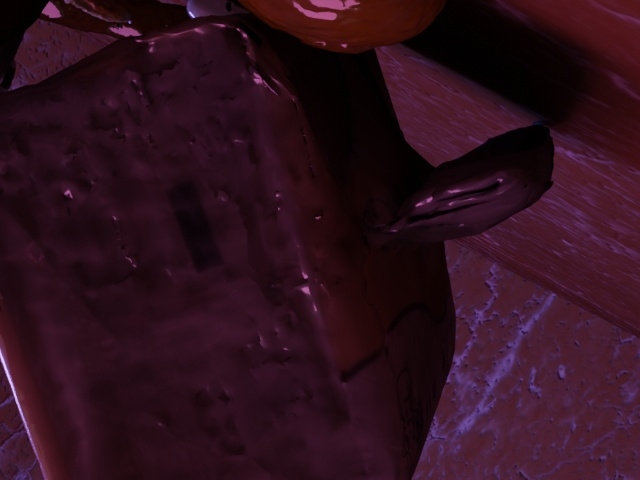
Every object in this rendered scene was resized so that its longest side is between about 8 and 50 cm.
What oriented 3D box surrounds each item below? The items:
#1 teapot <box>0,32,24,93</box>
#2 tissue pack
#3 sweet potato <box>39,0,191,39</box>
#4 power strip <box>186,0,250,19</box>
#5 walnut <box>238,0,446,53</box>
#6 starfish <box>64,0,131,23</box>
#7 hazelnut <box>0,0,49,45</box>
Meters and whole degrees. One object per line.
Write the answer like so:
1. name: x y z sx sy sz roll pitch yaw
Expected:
1. teapot: -0.386 -0.228 1.359 0.337 0.200 0.270 35 -141 -30
2. tissue pack: 0.000 0.000 0.779 0.239 0.238 0.305 30 -170 4
3. sweet potato: -0.191 -0.195 1.321 0.269 0.074 0.075 28 180 -5
4. power strip: -0.056 -0.147 1.059 0.055 0.035 0.083 30 -167 8
5. walnut: -0.006 -0.100 0.618 0.121 0.052 0.091 27 175 43
6. starfish: -0.223 -0.212 0.958 0.358 0.078 0.347 22 174 40
7. hazelnut: -0.223 -0.147 0.676 0.229 0.229 0.229 30 180 0
